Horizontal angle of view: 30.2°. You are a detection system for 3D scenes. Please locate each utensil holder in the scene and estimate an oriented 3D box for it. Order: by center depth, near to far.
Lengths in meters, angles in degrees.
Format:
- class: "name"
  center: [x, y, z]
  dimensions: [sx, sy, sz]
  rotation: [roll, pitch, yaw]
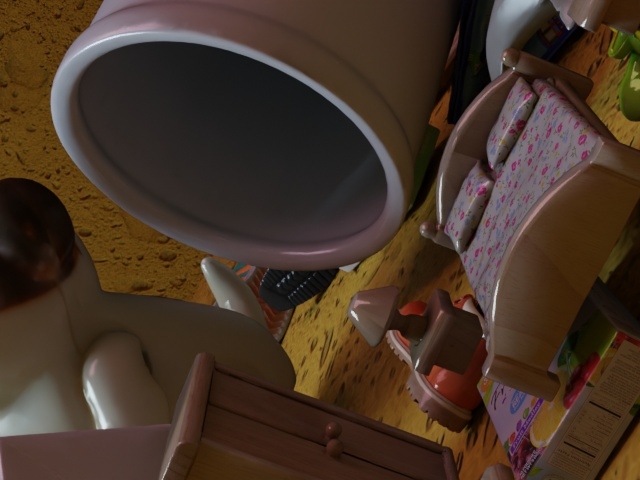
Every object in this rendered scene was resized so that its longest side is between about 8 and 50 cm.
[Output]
- class: "utensil holder"
  center: [-0.029, -0.219, 1.125]
  dimensions: [0.327, 0.328, 0.385]
  rotation: [-47, 20, 57]

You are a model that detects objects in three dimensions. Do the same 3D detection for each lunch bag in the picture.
- class: "lunch bag"
  center: [0.201, -0.256, 1.133]
  dimensions: [0.293, 0.138, 0.221]
  rotation: [110, 178, -48]

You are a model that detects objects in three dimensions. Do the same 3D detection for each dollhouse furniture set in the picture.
- class: "dollhouse furniture set"
  center: [0.055, 0.007, 0.628]
  dimensions: [0.303, 0.174, 0.355]
  rotation: [-92, 24, -70]

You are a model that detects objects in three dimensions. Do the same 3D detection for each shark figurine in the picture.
- class: "shark figurine"
  center: [0.170, -0.161, 0.845]
  dimensions: [0.116, 0.166, 0.278]
  rotation: [-87, 23, -46]

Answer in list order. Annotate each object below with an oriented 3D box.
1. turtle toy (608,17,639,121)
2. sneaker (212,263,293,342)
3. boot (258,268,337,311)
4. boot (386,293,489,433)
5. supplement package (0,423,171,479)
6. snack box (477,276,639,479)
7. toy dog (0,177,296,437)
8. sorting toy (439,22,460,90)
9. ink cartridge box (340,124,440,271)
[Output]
- class: "turtle toy"
  center: [0.223, -0.134, 0.742]
  dimensions: [0.130, 0.066, 0.095]
  rotation: [-60, 10, 14]
- class: "sneaker"
  center: [-0.099, 0.098, 1.722]
  dimensions: [0.302, 0.108, 0.121]
  rotation: [-59, 5, -39]
- class: "boot"
  center: [0.000, 0.000, 1.587]
  dimensions: [0.198, 0.077, 0.137]
  rotation: [-46, 8, 12]
- class: "boot"
  center: [0.098, 0.070, 0.876]
  dimensions: [0.084, 0.059, 0.158]
  rotation: [-57, 18, 12]
- class: "supplement package"
  center: [-0.142, 0.282, 0.827]
  dimensions: [0.293, 0.175, 0.177]
  rotation: [112, 148, -43]
- class: "snack box"
  center: [0.138, 0.076, 0.677]
  dimensions: [0.100, 0.037, 0.141]
  rotation: [-60, 9, 13]
- class: "toy dog"
  center: [-0.205, 0.117, 1.072]
  dimensions: [0.285, 0.408, 0.395]
  rotation: [-14, 45, 48]
- class: "sorting toy"
  center: [0.174, -0.267, 1.509]
  dimensions: [0.208, 0.038, 0.193]
  rotation: [-49, 15, 37]
- class: "ink cartridge box"
  center: [-0.069, -0.121, 1.369]
  dimensions: [0.119, 0.354, 0.207]
  rotation: [-67, 9, -30]
